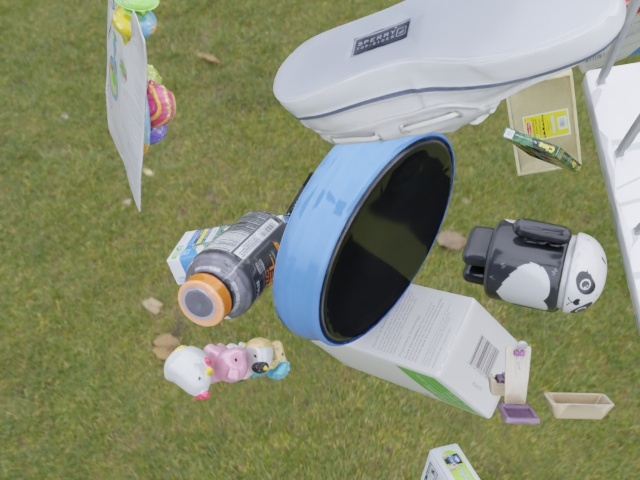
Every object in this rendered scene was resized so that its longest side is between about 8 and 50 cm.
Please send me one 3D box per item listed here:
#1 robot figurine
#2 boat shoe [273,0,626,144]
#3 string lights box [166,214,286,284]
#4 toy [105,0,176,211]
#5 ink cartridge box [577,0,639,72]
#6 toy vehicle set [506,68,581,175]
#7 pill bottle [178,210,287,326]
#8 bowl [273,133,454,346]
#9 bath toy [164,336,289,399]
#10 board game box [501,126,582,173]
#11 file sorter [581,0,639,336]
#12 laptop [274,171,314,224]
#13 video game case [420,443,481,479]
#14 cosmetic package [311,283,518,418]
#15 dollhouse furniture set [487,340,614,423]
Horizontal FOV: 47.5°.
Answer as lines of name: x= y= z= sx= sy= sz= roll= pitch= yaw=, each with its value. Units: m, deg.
robot figurine: x=0.433 y=0.053 z=1.477 sx=0.278 sy=0.209 sz=0.173 roll=11 pitch=90 yaw=21
boat shoe: x=0.087 y=-0.121 z=0.512 sx=0.258 sy=0.084 sz=0.095 roll=-1 pitch=59 yaw=41
string lights box: x=-0.212 y=0.024 z=1.708 sx=0.260 sy=0.076 sz=0.133 roll=-9 pitch=29 yaw=18
toy: x=-0.187 y=-0.159 z=0.768 sx=0.056 sy=0.237 sz=0.136 roll=-14 pitch=57 yaw=-21
ink cartridge box: x=0.381 y=-0.303 z=0.938 sx=0.134 sy=0.231 sz=0.077 roll=-17 pitch=79 yaw=23
toy vehicle set: x=0.577 y=-0.301 z=1.880 sx=0.166 sy=0.266 sz=0.035 roll=-8 pitch=33 yaw=15
pill bottle: x=-0.149 y=0.052 z=1.272 sx=0.131 sy=0.130 sz=0.245 roll=23 pitch=33 yaw=13
bowl: x=0.082 y=-0.010 z=1.125 sx=0.077 sy=0.391 sz=0.391 roll=30 pitch=65 yaw=26
bath toy: x=-0.214 y=0.299 z=1.724 sx=0.151 sy=0.348 sz=0.129 roll=-48 pitch=66 yaw=20
board game box: x=0.534 y=-0.213 z=1.739 sx=0.136 sy=0.260 sz=0.030 roll=30 pitch=101 yaw=29
file sorter: x=0.310 y=-0.038 z=0.467 sx=0.193 sy=0.173 sz=0.277 roll=-8 pitch=72 yaw=6
laptop: x=-0.029 y=-0.122 z=2.161 sx=0.234 sy=0.136 sz=0.264 roll=14 pitch=65 yaw=37
video game case: x=0.240 y=0.531 z=1.239 sx=0.061 sy=0.269 sz=0.244 roll=-7 pitch=37 yaw=-21
cosmetic package: x=0.152 y=0.175 z=1.343 sx=0.366 sy=0.197 sz=0.155 roll=9 pitch=66 yaw=48
dollhouse furniture set: x=0.246 y=0.140 z=0.777 sx=0.114 sy=0.091 sz=0.081 roll=1 pitch=100 yaw=1
